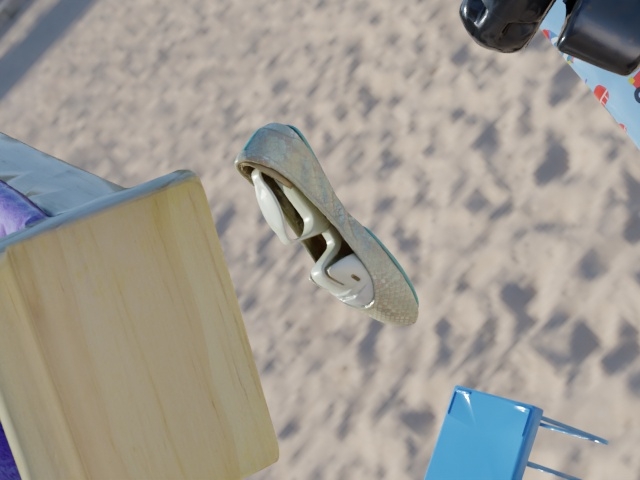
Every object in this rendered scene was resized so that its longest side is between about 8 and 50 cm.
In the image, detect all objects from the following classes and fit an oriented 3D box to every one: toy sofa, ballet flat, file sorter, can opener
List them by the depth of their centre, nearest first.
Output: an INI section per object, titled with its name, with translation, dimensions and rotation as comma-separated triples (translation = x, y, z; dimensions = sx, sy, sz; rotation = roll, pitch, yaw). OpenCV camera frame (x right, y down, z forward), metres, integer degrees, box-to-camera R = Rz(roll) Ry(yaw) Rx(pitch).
[can opener]
translation = 0.098, -0.128, 0.494
dimensions = 0.186, 0.073, 0.059
rotation = -61, 8, -26
[toy sofa]
translation = -0.187, 0.033, 0.819
dimensions = 0.177, 0.150, 0.362
rotation = -22, 21, -22
[ballet flat]
translation = 0.000, 0.000, 1.059
dimensions = 0.052, 0.168, 0.057
rotation = -43, 10, -37
[file sorter]
translation = 0.160, 0.227, 1.375
dimensions = 0.118, 0.104, 0.170
rotation = 9, 79, 60

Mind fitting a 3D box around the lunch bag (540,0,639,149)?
[lunch bag]
translation = 0.324, -0.205, 1.195
dimensions = 0.138, 0.221, 0.293
rotation = -20, -24, -38
